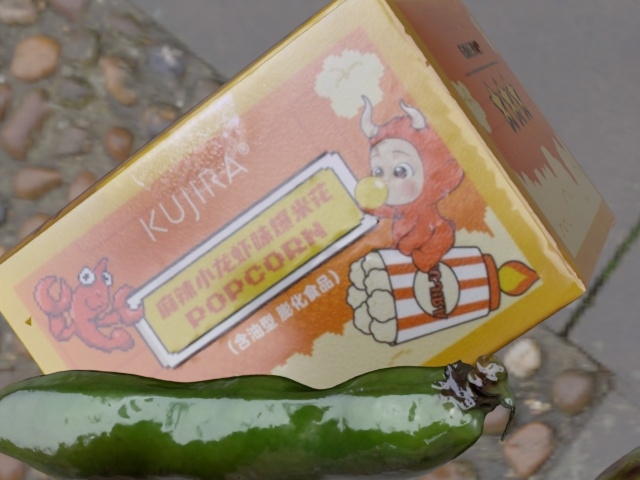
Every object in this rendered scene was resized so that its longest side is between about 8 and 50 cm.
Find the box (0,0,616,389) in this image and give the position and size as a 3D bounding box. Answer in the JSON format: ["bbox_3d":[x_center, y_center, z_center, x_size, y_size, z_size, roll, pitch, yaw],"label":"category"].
[{"bbox_3d":[0.000,0.000,0.919,0.283,0.259,0.213,-36,87,16],"label":"box"}]

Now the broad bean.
[{"bbox_3d":[-0.036,0.076,0.618,0.255,0.065,0.046,-6,50,27],"label":"broad bean"}]

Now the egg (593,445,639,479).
[{"bbox_3d":[0.216,0.220,0.753,0.238,0.289,0.238,5,115,11],"label":"egg"}]
